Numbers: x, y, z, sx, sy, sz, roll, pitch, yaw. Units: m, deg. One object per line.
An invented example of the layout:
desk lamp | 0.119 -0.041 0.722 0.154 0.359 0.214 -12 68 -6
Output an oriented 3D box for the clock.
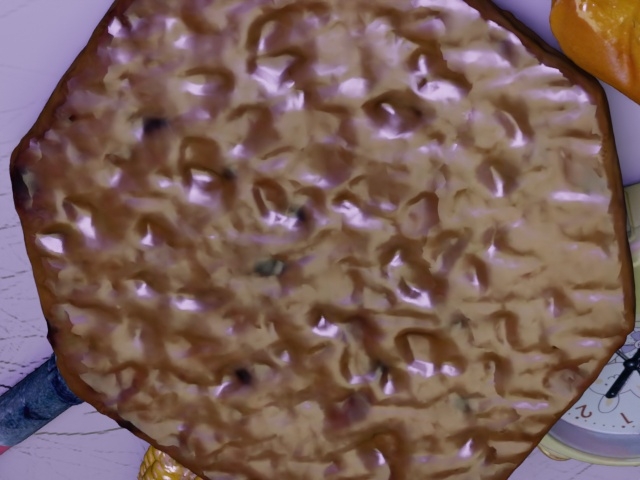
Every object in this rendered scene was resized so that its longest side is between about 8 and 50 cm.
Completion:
clock | 0.195 0.074 1.111 0.170 0.069 0.232 -23 129 20

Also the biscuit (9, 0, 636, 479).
biscuit | 0.000 -0.001 0.996 0.359 0.046 0.359 3 115 7

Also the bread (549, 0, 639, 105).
bread | 0.225 -0.098 0.938 0.245 0.094 0.102 29 132 -24

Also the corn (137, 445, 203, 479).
corn | -0.089 0.227 1.240 0.101 0.101 0.292 7 136 -5

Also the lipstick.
lipstick | -0.153 0.084 1.138 0.053 0.053 0.234 35 126 -27
